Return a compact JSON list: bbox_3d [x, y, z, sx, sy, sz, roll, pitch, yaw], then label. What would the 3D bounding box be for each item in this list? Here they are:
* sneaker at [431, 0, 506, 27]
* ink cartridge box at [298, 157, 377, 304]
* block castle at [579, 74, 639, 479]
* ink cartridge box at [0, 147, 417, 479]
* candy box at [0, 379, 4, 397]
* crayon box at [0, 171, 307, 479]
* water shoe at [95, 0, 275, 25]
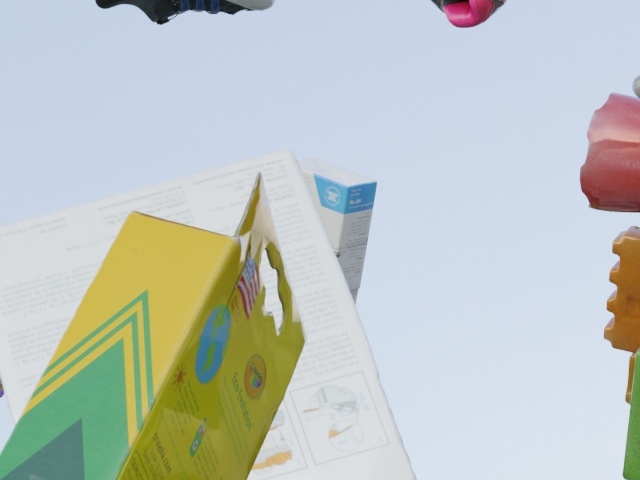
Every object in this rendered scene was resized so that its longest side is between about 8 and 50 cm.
[{"bbox_3d":[0.057,-0.311,1.701,0.299,0.112,0.121,34,-36,-10],"label":"sneaker"},{"bbox_3d":[0.000,0.000,2.351,0.104,0.180,0.060,22,22,35],"label":"ink cartridge box"},{"bbox_3d":[0.287,0.088,1.497,0.213,0.453,0.303,13,22,27],"label":"block castle"},{"bbox_3d":[-0.112,0.125,1.640,0.308,0.385,0.091,-15,-31,-10],"label":"ink cartridge box"},{"bbox_3d":[-0.455,0.137,2.565,0.165,0.070,0.196,-4,-36,-52],"label":"candy box"},{"bbox_3d":[-0.110,0.129,1.212,0.081,0.318,0.202,14,-33,19],"label":"crayon box"},{"bbox_3d":[-0.132,-0.242,1.787,0.203,0.073,0.080,9,-39,-46],"label":"water shoe"}]
